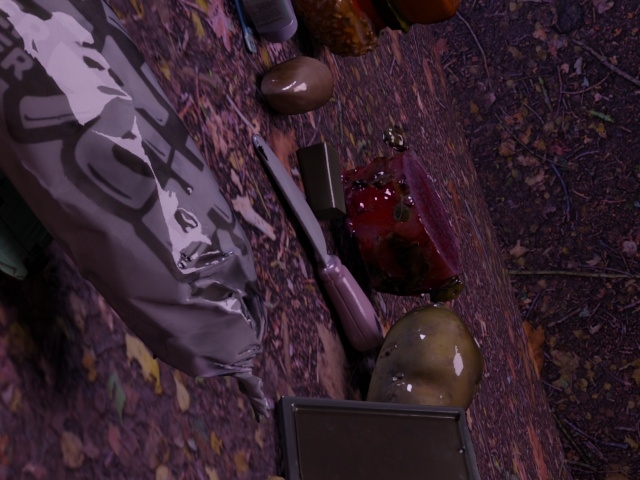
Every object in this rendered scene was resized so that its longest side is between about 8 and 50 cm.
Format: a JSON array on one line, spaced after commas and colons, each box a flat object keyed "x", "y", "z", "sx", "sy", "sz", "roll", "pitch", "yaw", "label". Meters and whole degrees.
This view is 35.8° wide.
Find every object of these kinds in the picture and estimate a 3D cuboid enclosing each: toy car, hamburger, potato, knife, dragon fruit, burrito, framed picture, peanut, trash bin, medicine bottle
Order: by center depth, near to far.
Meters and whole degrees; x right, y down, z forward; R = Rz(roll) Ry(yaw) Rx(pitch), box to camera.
[{"x": -0.148, "y": -0.074, "z": 0.613, "sx": 0.445, "sy": 0.101, "sz": 0.139, "roll": 58, "pitch": 25, "yaw": -16, "label": "burrito"}, {"x": -0.192, "y": -0.018, "z": 0.636, "sx": 0.059, "sy": 0.035, "sz": 0.122, "roll": 59, "pitch": 24, "yaw": -25, "label": "toy car"}, {"x": 0.072, "y": 0.285, "z": 0.951, "sx": 0.016, "sy": 0.213, "sz": 0.289, "roll": 118, "pitch": -28, "yaw": -47, "label": "framed picture"}, {"x": -0.096, "y": -0.282, "z": 1.244, "sx": 0.027, "sy": 0.010, "sz": 0.096, "roll": -16, "pitch": 90, "yaw": -75, "label": "knife"}, {"x": 0.000, "y": -0.001, "z": 1.249, "sx": 0.081, "sy": 0.043, "sz": 0.336, "roll": -87, "pitch": 153, "yaw": -62, "label": "knife"}, {"x": -0.068, "y": -0.305, "z": 1.256, "sx": 0.118, "sy": 0.055, "sz": 0.074, "roll": 59, "pitch": 10, "yaw": -65, "label": "medicine bottle"}, {"x": -0.029, "y": -0.197, "z": 1.271, "sx": 0.152, "sy": 0.076, "sz": 0.076, "roll": -34, "pitch": 107, "yaw": -68, "label": "peanut"}, {"x": 0.139, "y": 0.178, "z": 1.319, "sx": 0.296, "sy": 0.141, "sz": 0.191, "roll": -52, "pitch": 159, "yaw": -84, "label": "potato"}, {"x": 0.003, "y": -0.078, "z": 1.327, "sx": 0.061, "sy": 0.043, "sz": 0.092, "roll": 28, "pitch": 51, "yaw": -68, "label": "trash bin"}, {"x": 0.103, "y": -0.022, "z": 1.439, "sx": 0.211, "sy": 0.147, "sz": 0.282, "roll": 26, "pitch": 41, "yaw": -63, "label": "dragon fruit"}, {"x": 0.062, "y": -0.452, "z": 1.506, "sx": 0.330, "sy": 0.250, "sz": 0.329, "roll": -14, "pitch": 90, "yaw": -70, "label": "hamburger"}]

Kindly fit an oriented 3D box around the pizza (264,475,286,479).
[{"x": -0.031, "y": 0.312, "z": 0.811, "sx": 0.127, "sy": 0.058, "sz": 0.246, "roll": 58, "pitch": 25, "yaw": -44, "label": "pizza"}]
